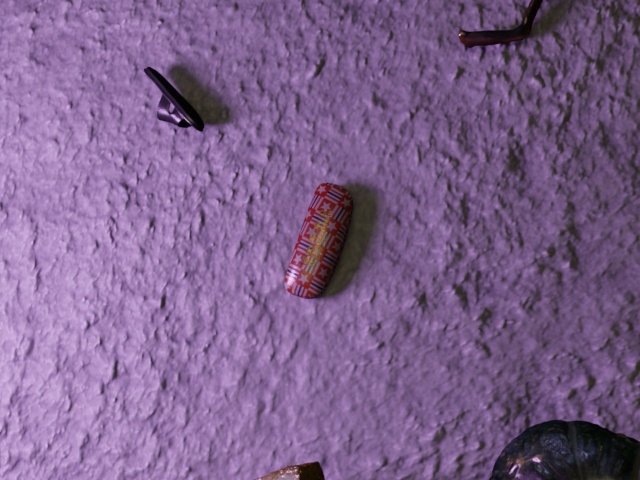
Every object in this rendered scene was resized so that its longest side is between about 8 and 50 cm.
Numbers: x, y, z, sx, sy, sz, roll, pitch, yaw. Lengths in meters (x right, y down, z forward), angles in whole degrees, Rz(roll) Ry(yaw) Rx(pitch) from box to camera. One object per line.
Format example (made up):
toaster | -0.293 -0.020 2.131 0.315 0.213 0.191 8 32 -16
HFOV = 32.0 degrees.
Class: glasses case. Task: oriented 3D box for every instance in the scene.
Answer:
glasses case | 0.000 0.000 1.809 0.073 0.049 0.194 16 78 14

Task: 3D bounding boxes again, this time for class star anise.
star anise | 0.341 -0.458 1.831 0.237 0.148 0.346 33 85 39

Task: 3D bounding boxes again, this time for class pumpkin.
pumpkin | 0.314 0.387 1.538 0.197 0.263 0.292 15 76 18

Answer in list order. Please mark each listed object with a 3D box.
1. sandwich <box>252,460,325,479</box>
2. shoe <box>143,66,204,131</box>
sandwich | -0.050 0.448 1.648 0.186 0.065 0.214 -25 71 36
shoe | -0.261 -0.231 1.918 0.053 0.062 0.159 -43 72 11
